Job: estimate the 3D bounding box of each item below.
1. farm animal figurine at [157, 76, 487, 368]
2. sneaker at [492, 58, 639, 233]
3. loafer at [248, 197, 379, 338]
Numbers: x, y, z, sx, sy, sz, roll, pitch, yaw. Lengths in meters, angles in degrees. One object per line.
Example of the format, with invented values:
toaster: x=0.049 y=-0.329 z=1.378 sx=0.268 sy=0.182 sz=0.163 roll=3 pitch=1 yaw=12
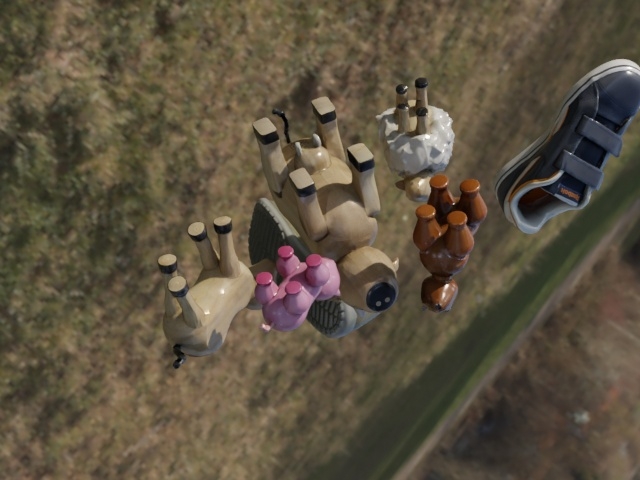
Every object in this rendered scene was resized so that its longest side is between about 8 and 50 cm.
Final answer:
farm animal figurine: x=0.000 y=0.000 z=1.166 sx=0.330 sy=0.326 sz=0.172 roll=-10 pitch=133 yaw=1
sneaker: x=0.415 y=-0.138 z=1.816 sx=0.126 sy=0.127 sz=0.321 roll=23 pitch=123 yaw=-26
loafer: x=-0.008 y=0.032 z=1.360 sx=0.087 sy=0.251 sz=0.094 roll=-4 pitch=126 yaw=-33
